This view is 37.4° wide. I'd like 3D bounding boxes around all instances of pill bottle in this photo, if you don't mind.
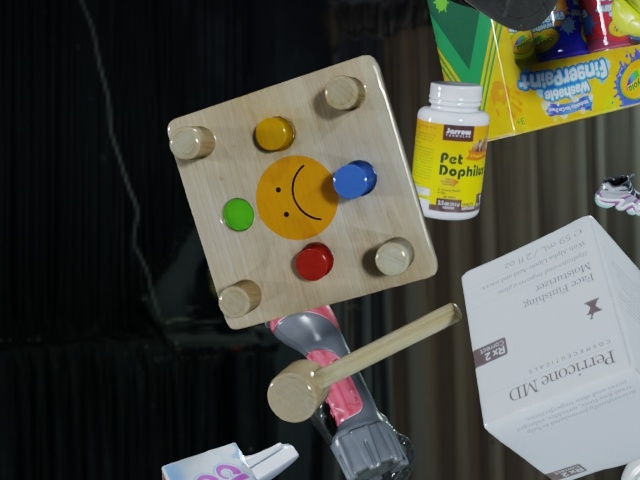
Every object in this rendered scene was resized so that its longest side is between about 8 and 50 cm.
[{"bbox_3d":[0.211,-0.148,1.538,0.117,0.215,0.117,3,16,-1],"label":"pill bottle"}]

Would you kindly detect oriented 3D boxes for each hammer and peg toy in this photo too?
[{"bbox_3d":[0.000,0.000,1.059,0.266,0.361,0.127,-17,3,14],"label":"hammer and peg toy"}]

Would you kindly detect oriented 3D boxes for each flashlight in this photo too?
[{"bbox_3d":[0.009,0.190,1.320,0.103,0.304,0.103,-29,-28,8],"label":"flashlight"}]

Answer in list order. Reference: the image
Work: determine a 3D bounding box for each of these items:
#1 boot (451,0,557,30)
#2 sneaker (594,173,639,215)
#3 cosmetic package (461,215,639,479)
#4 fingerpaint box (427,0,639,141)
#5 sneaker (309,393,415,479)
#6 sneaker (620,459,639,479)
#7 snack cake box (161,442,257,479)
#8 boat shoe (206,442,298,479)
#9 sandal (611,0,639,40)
[{"bbox_3d":[0.114,-0.420,1.233,0.377,0.138,0.284,29,10,-22],"label":"boot"},{"bbox_3d":[0.491,-0.078,1.498,0.098,0.038,0.069,8,-47,-1],"label":"sneaker"},{"bbox_3d":[0.248,0.109,0.919,0.151,0.183,0.151,-29,-49,27],"label":"cosmetic package"},{"bbox_3d":[0.441,-0.409,1.838,0.445,0.371,0.163,-15,6,-33],"label":"fingerpaint box"},{"bbox_3d":[0.054,0.299,1.479,0.109,0.286,0.130,-39,35,-18],"label":"sneaker"},{"bbox_3d":[0.531,0.403,1.163,0.236,0.130,0.323,24,21,-24],"label":"sneaker"},{"bbox_3d":[-0.074,0.349,0.943,0.089,0.152,0.264,-14,32,-22],"label":"snack cake box"},{"bbox_3d":[-0.162,0.365,1.459,0.258,0.084,0.095,-24,-18,-14],"label":"boat shoe"},{"bbox_3d":[0.561,-0.389,1.326,0.317,0.126,0.138,-33,-15,26],"label":"sandal"}]
